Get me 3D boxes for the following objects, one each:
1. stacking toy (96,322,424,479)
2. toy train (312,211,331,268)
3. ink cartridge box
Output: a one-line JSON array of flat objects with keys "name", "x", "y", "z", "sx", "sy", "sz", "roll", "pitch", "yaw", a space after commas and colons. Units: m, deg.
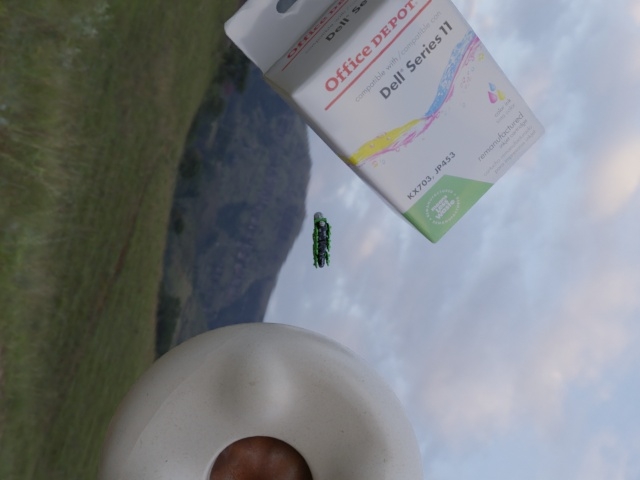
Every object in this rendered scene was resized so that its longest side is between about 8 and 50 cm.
[{"name": "stacking toy", "x": -0.063, "y": 0.262, "z": 1.022, "sx": 0.480, "sy": 0.350, "sz": 0.351, "roll": -35, "pitch": 143, "yaw": -89}, {"name": "toy train", "x": 0.000, "y": 0.000, "z": 0.744, "sx": 0.083, "sy": 0.017, "sz": 0.024, "roll": 91, "pitch": -14, "yaw": -60}, {"name": "ink cartridge box", "x": 0.081, "y": -0.186, "z": 0.914, "sx": 0.207, "sy": 0.353, "sz": 0.119, "roll": -46, "pitch": -149, "yaw": 3}]
